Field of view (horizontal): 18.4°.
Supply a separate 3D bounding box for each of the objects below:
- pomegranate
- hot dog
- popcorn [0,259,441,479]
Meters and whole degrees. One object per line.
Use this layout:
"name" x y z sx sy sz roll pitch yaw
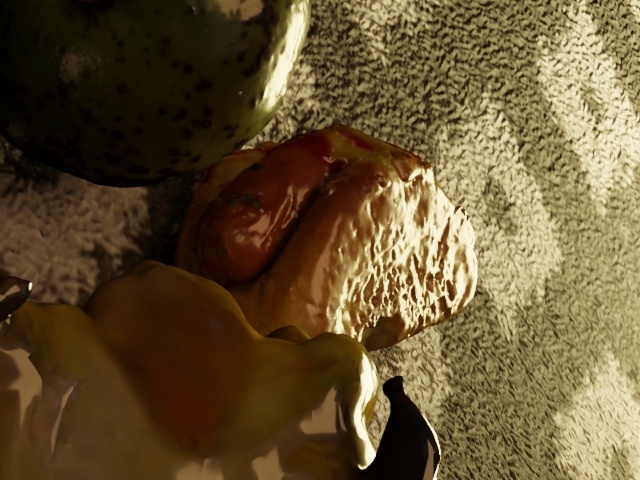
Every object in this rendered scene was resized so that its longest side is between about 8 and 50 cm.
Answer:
"pomegranate" -0.114 -0.129 1.207 0.248 0.214 0.214 92 -15 -81
"hot dog" 0.000 0.000 1.334 0.257 0.150 0.153 -18 100 -56
"popcorn" -0.094 0.150 1.046 0.316 0.281 0.297 40 56 7
